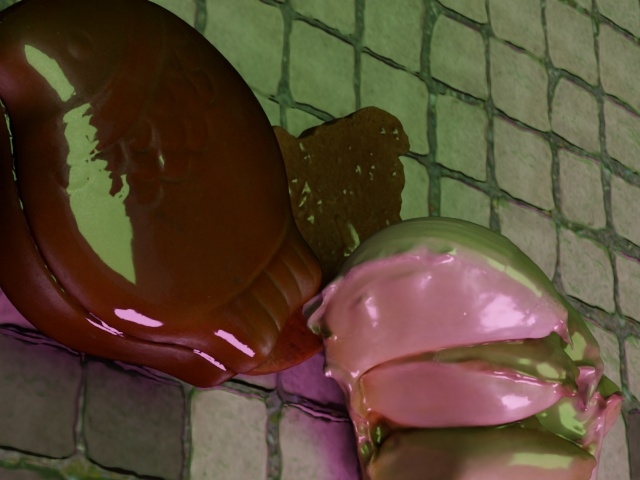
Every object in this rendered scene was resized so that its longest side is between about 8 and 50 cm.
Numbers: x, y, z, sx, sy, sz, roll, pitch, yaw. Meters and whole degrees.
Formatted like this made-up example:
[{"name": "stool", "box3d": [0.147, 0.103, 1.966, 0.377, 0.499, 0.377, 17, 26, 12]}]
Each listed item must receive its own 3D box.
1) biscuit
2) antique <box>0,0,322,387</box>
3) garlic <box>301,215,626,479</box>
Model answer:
[{"name": "biscuit", "box3d": [0.000, 0.000, 1.165, 0.183, 0.043, 0.280, 46, 52, -20]}, {"name": "antique", "box3d": [-0.127, -0.034, 0.991, 0.278, 0.129, 0.223, 48, 46, -19]}, {"name": "garlic", "box3d": [0.120, 0.105, 1.115, 0.185, 0.203, 0.281, -40, 120, -67]}]
